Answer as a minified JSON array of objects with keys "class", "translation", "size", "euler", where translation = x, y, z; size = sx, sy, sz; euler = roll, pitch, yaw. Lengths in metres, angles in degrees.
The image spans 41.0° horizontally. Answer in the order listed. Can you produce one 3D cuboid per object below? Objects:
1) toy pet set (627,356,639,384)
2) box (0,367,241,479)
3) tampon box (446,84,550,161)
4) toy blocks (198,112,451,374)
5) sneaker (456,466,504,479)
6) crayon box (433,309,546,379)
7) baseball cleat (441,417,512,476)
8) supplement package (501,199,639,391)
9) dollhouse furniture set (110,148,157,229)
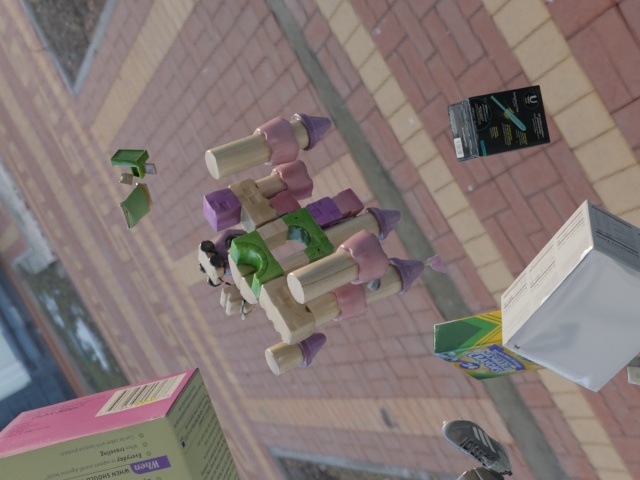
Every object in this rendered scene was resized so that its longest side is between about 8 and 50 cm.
[{"class":"toy pet set","translation":[0.606,0.212,1.554],"size":[0.065,0.114,0.122],"euler":[5,119,36]},{"class":"box","translation":[-0.195,0.283,0.879],"size":[0.117,0.214,0.243],"euler":[-62,-46,-74]},{"class":"tampon box","translation":[0.354,-0.232,1.704],"size":[0.101,0.161,0.120],"euler":[-179,77,-74]},{"class":"toy blocks","translation":[0.000,0.000,1.242],"size":[0.288,0.260,0.309],"euler":[54,153,25]},{"class":"sneaker","translation":[0.255,0.455,1.455],"size":[0.178,0.077,0.072],"euler":[-52,38,23]},{"class":"crayon box","translation":[0.452,0.235,1.993],"size":[0.323,0.083,0.203],"euler":[-19,143,36]},{"class":"baseball cleat","translation":[0.367,0.478,1.949],"size":[0.206,0.072,0.109],"euler":[28,-158,-26]},{"class":"supplement package","translation":[0.476,0.102,1.503],"size":[0.204,0.145,0.262],"euler":[27,127,-9]},{"class":"dollhouse furniture set","translation":[-0.322,-0.094,1.534],"size":[0.059,0.076,0.151],"euler":[6,130,20]}]
